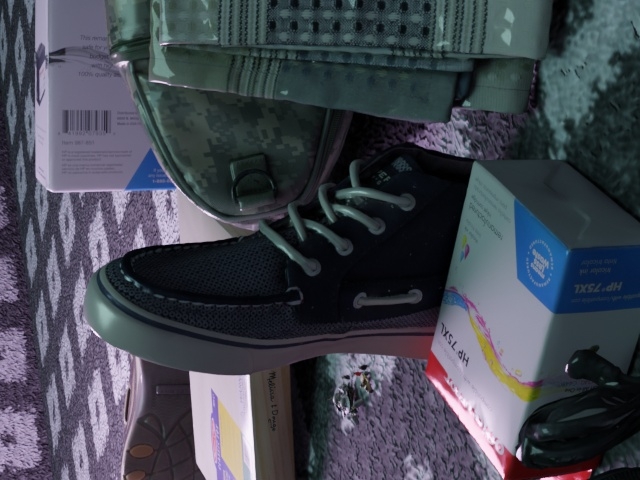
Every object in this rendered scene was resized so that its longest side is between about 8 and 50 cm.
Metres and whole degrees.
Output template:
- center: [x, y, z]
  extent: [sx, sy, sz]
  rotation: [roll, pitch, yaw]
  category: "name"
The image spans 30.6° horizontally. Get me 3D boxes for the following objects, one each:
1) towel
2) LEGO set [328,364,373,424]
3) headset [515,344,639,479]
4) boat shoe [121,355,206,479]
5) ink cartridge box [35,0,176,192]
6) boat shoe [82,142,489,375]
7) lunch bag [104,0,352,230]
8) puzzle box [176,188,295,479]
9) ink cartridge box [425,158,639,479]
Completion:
- center: [0.020, -0.252, 0.856]
  extent: [0.056, 0.312, 0.324]
  rotation: [-49, -36, -71]
  category: "towel"
- center: [0.027, 0.157, 1.194]
  extent: [0.054, 0.023, 0.083]
  rotation: [-116, 32, -44]
  category: "LEGO set"
- center: [0.177, 0.220, 0.628]
  extent: [0.243, 0.185, 0.394]
  rotation: [-125, 28, -52]
  category: "headset"
- center: [-0.222, 0.254, 1.708]
  extent: [0.130, 0.132, 0.355]
  rotation: [-176, 92, -77]
  category: "boat shoe"
- center: [-0.283, -0.230, 1.649]
  extent: [0.129, 0.223, 0.307]
  rotation: [-151, 61, -65]
  category: "ink cartridge box"
- center: [0.000, 0.000, 0.860]
  extent: [0.127, 0.340, 0.158]
  rotation: [46, 124, 43]
  category: "boat shoe"
- center: [-0.071, -0.136, 1.094]
  extent: [0.305, 0.212, 0.256]
  rotation: [-149, 52, -89]
  category: "lunch bag"
- center: [-0.103, 0.151, 1.411]
  extent: [0.272, 0.052, 0.409]
  rotation: [-141, 45, -60]
  category: "puzzle box"
- center: [0.146, 0.073, 0.827]
  extent: [0.134, 0.078, 0.231]
  rotation: [-126, 40, -54]
  category: "ink cartridge box"
